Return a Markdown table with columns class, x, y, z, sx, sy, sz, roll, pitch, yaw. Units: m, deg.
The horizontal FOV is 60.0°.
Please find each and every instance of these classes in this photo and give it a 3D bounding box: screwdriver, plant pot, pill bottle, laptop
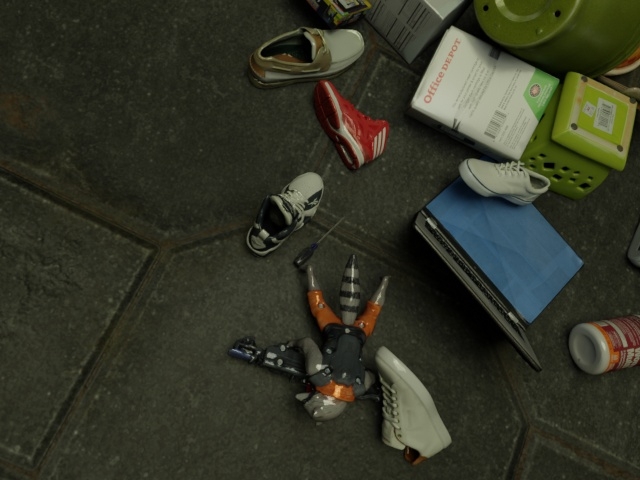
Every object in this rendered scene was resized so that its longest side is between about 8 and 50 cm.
| class | x | y | z | sx | sy | sz | roll | pitch | yaw |
| --- | --- | --- | --- | --- | --- | --- | --- | --- | --- |
| screwdriver | 0.000 | 0.000 | 1.256 | 0.024 | 0.025 | 0.170 | 45 | 63 | 1 |
| plant pot | 0.531 | -0.554 | 1.262 | 0.353 | 0.366 | 0.366 | -16 | 80 | -47 |
| plant pot | 0.631 | -0.264 | 1.369 | 0.227 | 0.207 | 0.228 | 23 | 72 | -7 |
| pill bottle | 0.718 | 0.241 | 1.314 | 0.221 | 0.121 | 0.121 | -6 | 79 | -15 |
| laptop | 0.421 | 0.016 | 1.243 | 0.236 | 0.408 | 0.382 | -42 | 88 | 14 |

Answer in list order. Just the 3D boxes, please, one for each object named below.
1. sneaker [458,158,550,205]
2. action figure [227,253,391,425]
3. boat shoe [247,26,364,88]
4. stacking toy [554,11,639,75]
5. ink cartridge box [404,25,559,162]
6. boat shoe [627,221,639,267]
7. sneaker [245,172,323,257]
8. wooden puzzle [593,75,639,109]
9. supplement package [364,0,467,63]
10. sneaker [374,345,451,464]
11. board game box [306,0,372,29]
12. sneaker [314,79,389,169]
| class | x | y | z | sx | sy | sz | roll | pitch | yaw |
| --- | --- | --- | --- | --- | --- | --- | --- | --- | --- |
| sneaker | 0.432 | -0.153 | 1.294 | 0.258 | 0.091 | 0.094 | 9 | 55 | -34 |
| action figure | -0.003 | 0.200 | 1.125 | 0.342 | 0.178 | 0.330 | 12 | 64 | -14 |
| boat shoe | -0.022 | -0.440 | 1.305 | 0.302 | 0.103 | 0.113 | -24 | 84 | -18 |
| stacking toy | 0.821 | -0.666 | 1.364 | 0.351 | 0.480 | 0.350 | 3 | 76 | -13 |
| ink cartridge box | 0.378 | -0.344 | 1.329 | 0.289 | 0.121 | 0.211 | 27 | 94 | -3 |
| boat shoe | 0.924 | -0.051 | 1.449 | 0.119 | 0.121 | 0.335 | 36 | 82 | -11 |
| sneaker | -0.064 | -0.072 | 1.182 | 0.235 | 0.153 | 0.094 | -43 | 90 | -19 |
| wooden puzzle | 0.814 | -0.369 | 1.440 | 0.221 | 0.238 | 0.044 | 18 | 114 | -15 |
| supplement package | 0.226 | -0.628 | 1.360 | 0.262 | 0.198 | 0.199 | 46 | 71 | 0 |
| sneaker | 0.164 | 0.349 | 1.124 | 0.123 | 0.106 | 0.290 | -34 | 112 | -12 |
| board game box | 0.022 | -0.594 | 1.324 | 0.170 | 0.048 | 0.141 | 50 | 45 | 2 |
| sneaker | 0.078 | -0.287 | 1.316 | 0.128 | 0.087 | 0.221 | -27 | 97 | -26 |
